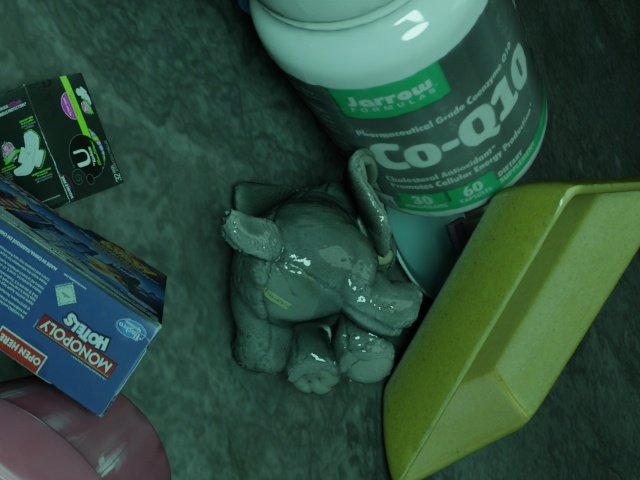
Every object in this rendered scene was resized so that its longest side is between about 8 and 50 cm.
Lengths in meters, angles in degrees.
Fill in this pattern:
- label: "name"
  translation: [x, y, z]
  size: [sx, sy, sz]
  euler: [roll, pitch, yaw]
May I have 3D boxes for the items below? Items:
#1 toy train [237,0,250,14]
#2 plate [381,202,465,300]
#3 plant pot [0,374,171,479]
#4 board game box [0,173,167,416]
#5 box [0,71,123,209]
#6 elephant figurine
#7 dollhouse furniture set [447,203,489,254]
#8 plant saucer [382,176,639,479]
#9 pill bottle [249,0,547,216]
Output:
- label: "toy train"
  translation: [-0.030, -0.255, 1.056]
  size: [0.184, 0.105, 0.080]
  euler: [33, 49, -45]
- label: "plate"
  translation: [0.107, -0.022, 1.233]
  size: [0.188, 0.024, 0.188]
  euler: [32, 50, -47]
- label: "plant pot"
  translation: [-0.168, 0.155, 0.589]
  size: [0.180, 0.201, 0.201]
  euler: [-44, 113, -72]
- label: "board game box"
  translation: [-0.167, 0.017, 0.674]
  size: [0.194, 0.060, 0.194]
  euler: [34, 0, 5]
- label: "box"
  translation: [-0.185, -0.065, 0.780]
  size: [0.062, 0.052, 0.083]
  euler: [-31, 103, -58]
- label: "elephant figurine"
  translation: [0.000, 0.000, 0.970]
  size: [0.169, 0.186, 0.239]
  euler: [14, 39, -5]
- label: "dollhouse furniture set"
  translation: [0.210, 0.016, 1.274]
  size: [0.091, 0.081, 0.114]
  euler: [-26, 99, -60]
- label: "plant saucer"
  translation: [0.197, 0.065, 1.139]
  size: [0.081, 0.332, 0.333]
  euler: [36, 21, 25]
- label: "pill bottle"
  translation: [0.063, -0.181, 0.958]
  size: [0.361, 0.204, 0.204]
  euler: [48, 37, -58]
